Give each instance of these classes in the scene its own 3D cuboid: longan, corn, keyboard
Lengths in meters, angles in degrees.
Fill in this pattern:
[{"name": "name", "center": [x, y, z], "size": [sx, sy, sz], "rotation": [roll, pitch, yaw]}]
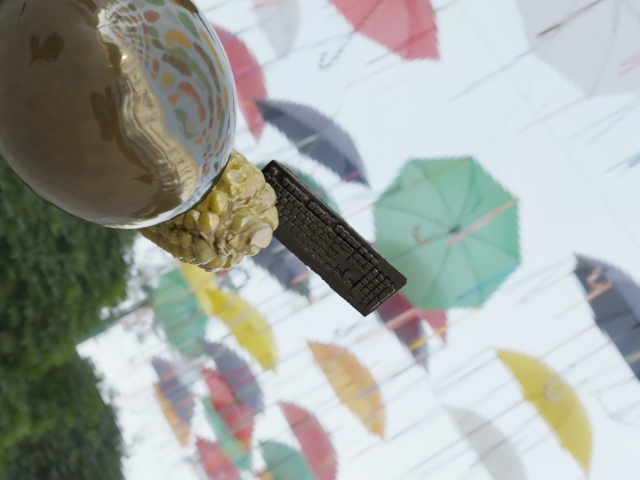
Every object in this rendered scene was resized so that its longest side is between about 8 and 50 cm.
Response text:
[{"name": "longan", "center": [-0.177, -0.126, 1.177], "size": [0.248, 0.248, 0.248], "rotation": [47, -26, 33]}, {"name": "corn", "center": [-0.170, -0.071, 1.436], "size": [0.347, 0.130, 0.130], "rotation": [33, -35, 38]}, {"name": "keyboard", "center": [0.000, 0.001, 1.474], "size": [0.196, 0.074, 0.015], "rotation": [42, 25, -10]}]
